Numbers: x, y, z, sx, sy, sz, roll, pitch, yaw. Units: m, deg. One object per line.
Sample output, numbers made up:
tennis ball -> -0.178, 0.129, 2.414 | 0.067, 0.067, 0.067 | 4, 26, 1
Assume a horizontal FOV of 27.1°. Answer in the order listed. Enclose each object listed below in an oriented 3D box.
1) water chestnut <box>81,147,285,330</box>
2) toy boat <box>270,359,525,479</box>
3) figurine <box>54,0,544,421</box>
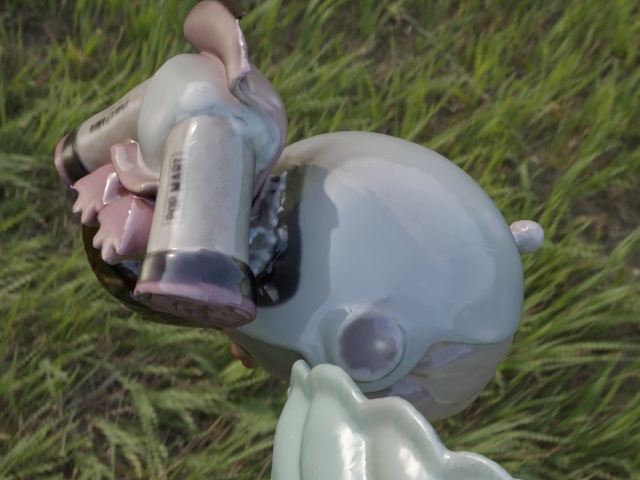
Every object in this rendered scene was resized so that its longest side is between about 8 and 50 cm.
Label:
water chestnut -> -0.163, -0.031, 1.604 | 0.300, 0.300, 0.300 | 7, 63, -14
toy boat -> 0.059, 0.155, 0.606 | 0.199, 0.290, 0.100 | 46, 74, -24
figurine -> 0.003, 0.006, 0.958 | 0.361, 0.211, 0.253 | 35, 22, -37
